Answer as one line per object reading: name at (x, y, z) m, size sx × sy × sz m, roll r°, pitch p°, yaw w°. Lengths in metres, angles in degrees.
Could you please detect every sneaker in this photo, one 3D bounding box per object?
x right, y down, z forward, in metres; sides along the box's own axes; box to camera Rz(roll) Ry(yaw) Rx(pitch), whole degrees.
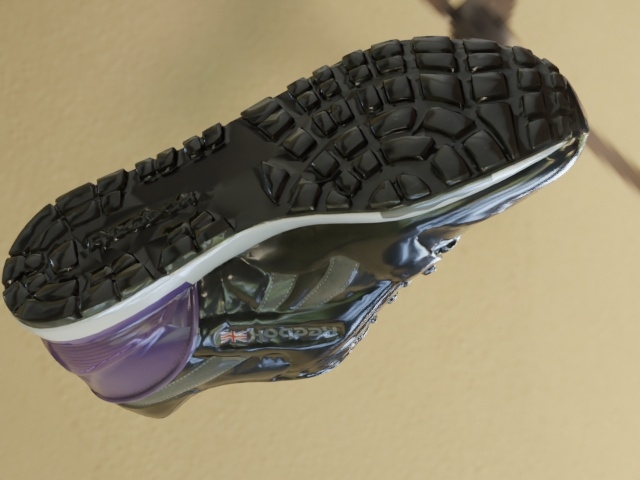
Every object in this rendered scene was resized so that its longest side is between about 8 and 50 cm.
sneaker at (0.000, 0.000, 0.844) m, size 0.124 × 0.283 × 0.107 m, roll 57°, pitch -160°, yaw -44°
